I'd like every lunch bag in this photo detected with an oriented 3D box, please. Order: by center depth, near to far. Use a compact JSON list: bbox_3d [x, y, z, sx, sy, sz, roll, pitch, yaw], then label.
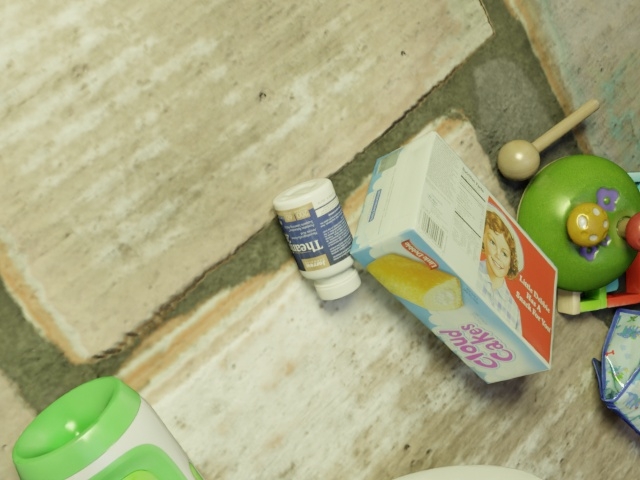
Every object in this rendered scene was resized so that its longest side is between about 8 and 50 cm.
[{"bbox_3d":[0.461,0.193,1.075,0.129,0.096,0.151,40,65,-27],"label":"lunch bag"}]

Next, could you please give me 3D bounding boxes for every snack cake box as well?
[{"bbox_3d":[0.162,0.024,0.854,0.264,0.089,0.152,43,44,-26],"label":"snack cake box"}]

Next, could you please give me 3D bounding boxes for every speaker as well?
[{"bbox_3d":[-0.152,0.274,0.702,0.131,0.131,0.296,-38,112,-22],"label":"speaker"}]

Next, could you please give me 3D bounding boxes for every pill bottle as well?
[{"bbox_3d":[0.000,0.000,0.800,0.067,0.067,0.120,-30,108,-25],"label":"pill bottle"}]

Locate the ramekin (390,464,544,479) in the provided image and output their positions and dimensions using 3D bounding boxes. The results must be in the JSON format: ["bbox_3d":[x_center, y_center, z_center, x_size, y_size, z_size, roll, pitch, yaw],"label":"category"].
[{"bbox_3d":[0.145,0.348,0.805,0.277,0.277,0.135,-13,94,-29],"label":"ramekin"}]

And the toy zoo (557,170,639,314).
[{"bbox_3d":[0.458,-0.005,1.093,0.293,0.030,0.192,-4,97,-30],"label":"toy zoo"}]

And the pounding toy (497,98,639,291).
[{"bbox_3d":[0.345,-0.042,0.947,0.183,0.110,0.236,-28,101,-10],"label":"pounding toy"}]
